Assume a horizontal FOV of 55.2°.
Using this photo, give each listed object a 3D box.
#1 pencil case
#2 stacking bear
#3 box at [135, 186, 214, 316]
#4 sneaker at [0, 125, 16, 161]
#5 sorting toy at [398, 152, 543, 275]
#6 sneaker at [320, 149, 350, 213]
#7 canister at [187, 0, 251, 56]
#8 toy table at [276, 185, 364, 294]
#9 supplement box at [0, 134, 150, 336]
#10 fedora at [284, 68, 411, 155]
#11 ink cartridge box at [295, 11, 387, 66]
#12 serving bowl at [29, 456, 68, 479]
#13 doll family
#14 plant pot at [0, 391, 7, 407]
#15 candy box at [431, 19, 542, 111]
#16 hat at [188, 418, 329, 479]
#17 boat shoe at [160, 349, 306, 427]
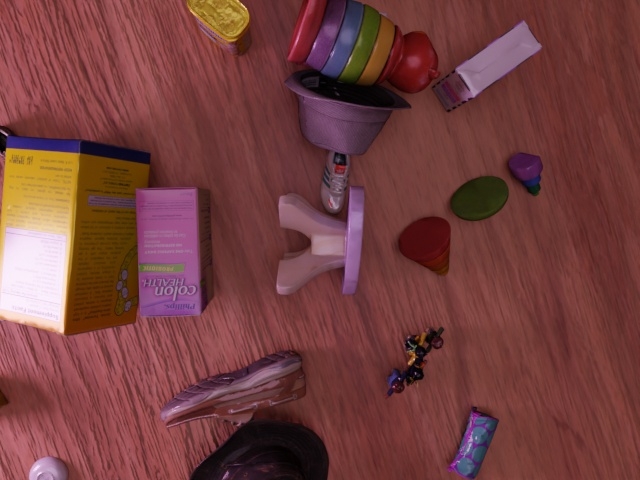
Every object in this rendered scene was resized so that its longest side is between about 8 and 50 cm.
[{"bbox_3d":[0.345,0.458,1.381,0.070,0.064,0.151,20,92,-21],"label":"pencil case"},{"bbox_3d":[0.095,-0.379,1.199,0.289,0.175,0.164,17,92,-12],"label":"stacking bear"},{"bbox_3d":[-0.289,0.015,1.238,0.117,0.213,0.243,-2,94,-4],"label":"box"},{"bbox_3d":[-0.626,-0.164,1.276,0.188,0.071,0.066,43,90,-5],"label":"sneaker"},{"bbox_3d":[0.348,-0.042,1.350,0.365,0.127,0.126,-37,124,-3],"label":"sorting toy"},{"bbox_3d":[0.033,-0.137,1.318,0.057,0.075,0.161,7,93,-4],"label":"sneaker"},{"bbox_3d":[-0.198,-0.443,1.237,0.126,0.170,0.073,39,90,-5],"label":"canister"},{"bbox_3d":[0.000,0.000,1.251,0.161,0.252,0.274,2,130,1],"label":"toy table"},{"bbox_3d":[-0.483,-0.014,1.203,0.194,0.195,0.356,8,94,24],"label":"supplement box"},{"bbox_3d":[0.043,-0.253,1.240,0.244,0.275,0.124,-6,122,-31],"label":"fedora"},{"bbox_3d":[0.042,-0.426,1.302,0.175,0.072,0.127,10,94,-4],"label":"ink cartridge box"},{"bbox_3d":[-0.599,0.519,1.342,0.083,0.027,0.083,0,93,-3],"label":"serving bowl"},{"bbox_3d":[0.202,0.266,1.336,0.076,0.111,0.193,23,92,-5],"label":"doll family"},{"bbox_3d":[-0.735,0.333,1.299,0.081,0.081,0.083,-26,83,-2],"label":"plant pot"},{"bbox_3d":[0.335,-0.352,1.264,0.165,0.196,0.070,-36,94,-1],"label":"candy box"},{"bbox_3d":[-0.115,0.550,1.290,0.331,0.134,0.331,-6,109,-19],"label":"hat"},{"bbox_3d":[-0.181,0.344,1.315,0.324,0.123,0.116,-19,97,-1],"label":"boat shoe"}]
